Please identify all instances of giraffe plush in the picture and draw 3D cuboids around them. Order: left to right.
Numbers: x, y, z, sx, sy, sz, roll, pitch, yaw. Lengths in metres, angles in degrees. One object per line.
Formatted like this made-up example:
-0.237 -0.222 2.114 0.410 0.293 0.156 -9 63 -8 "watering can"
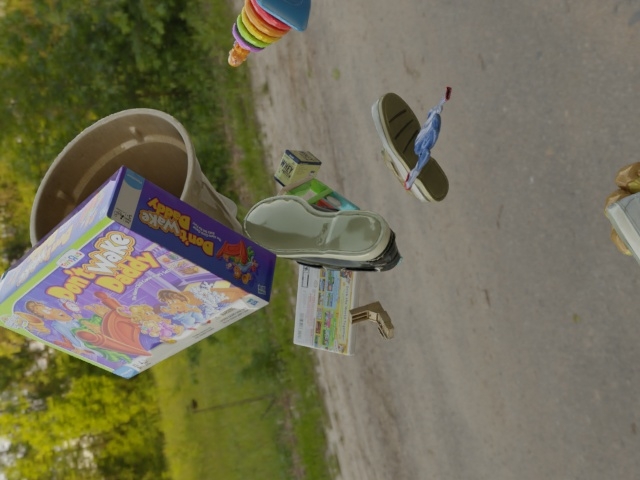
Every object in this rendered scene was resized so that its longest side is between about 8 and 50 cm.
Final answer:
0.599 -0.033 1.301 0.170 0.210 0.181 75 -143 -82 "giraffe plush"

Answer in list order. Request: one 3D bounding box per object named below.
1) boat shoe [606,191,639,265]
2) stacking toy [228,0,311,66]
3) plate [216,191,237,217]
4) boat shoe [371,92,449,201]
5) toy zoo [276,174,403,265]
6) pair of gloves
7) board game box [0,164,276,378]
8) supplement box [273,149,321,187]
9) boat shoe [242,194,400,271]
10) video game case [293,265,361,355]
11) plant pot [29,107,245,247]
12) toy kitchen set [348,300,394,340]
0.553 0.023 1.154 0.227 0.081 0.079 58 -167 8 "boat shoe"
-0.172 -0.579 1.967 0.302 0.166 0.175 -37 36 43 "stacking toy"
-0.326 -0.061 1.697 0.045 0.277 0.278 -38 30 38 "plate"
0.196 -0.215 1.747 0.103 0.113 0.302 2 130 52 "boat shoe"
0.058 -0.039 1.595 0.030 0.293 0.192 -58 -8 22 "toy zoo"
0.200 -0.196 1.353 0.159 0.023 0.198 114 177 -47 "pair of gloves"
-0.260 0.063 0.966 0.347 0.233 0.078 -30 40 39 "board game box"
-0.056 -0.173 1.783 0.056 0.083 0.083 43 120 34 "supplement box"
0.002 -0.004 1.329 0.340 0.113 0.127 3 64 38 "boat shoe"
0.016 0.164 1.832 0.206 0.026 0.227 3 88 47 "video game case"
-0.301 -0.021 1.347 0.305 0.334 0.334 48 -164 -54 "plant pot"
0.111 0.192 1.571 0.083 0.075 0.068 -119 19 -44 "toy kitchen set"
